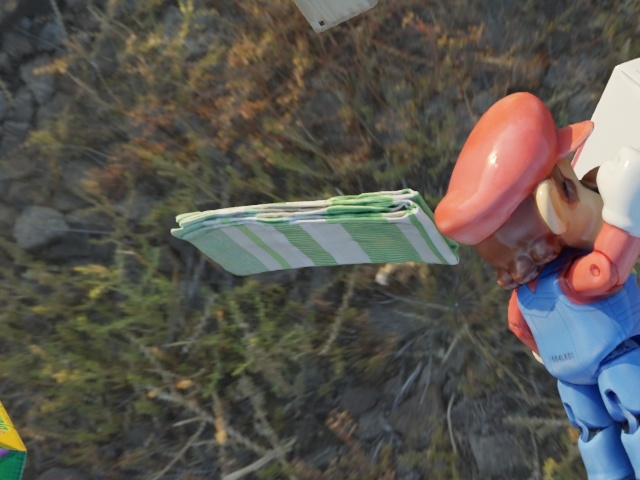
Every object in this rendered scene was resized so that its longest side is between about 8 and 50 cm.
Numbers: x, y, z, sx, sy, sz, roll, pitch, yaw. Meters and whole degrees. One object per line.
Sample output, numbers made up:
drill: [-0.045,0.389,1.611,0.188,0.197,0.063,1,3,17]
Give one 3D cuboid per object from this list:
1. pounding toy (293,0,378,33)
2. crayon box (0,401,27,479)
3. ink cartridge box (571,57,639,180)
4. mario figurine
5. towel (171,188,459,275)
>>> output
pounding toy: [-0.010,-0.270,1.269,0.100,0.141,0.130,-19,118,37]
crayon box: [-0.488,0.256,1.756,0.165,0.278,0.081,12,95,-24]
ink cartridge box: [0.436,-0.123,1.558,0.283,0.207,0.117,-20,55,-31]
mario figurine: [0.220,0.030,1.039,0.198,0.170,0.320,-26,88,29]
towel: [0.000,0.000,1.767,0.325,0.248,0.038,-5,72,18]
